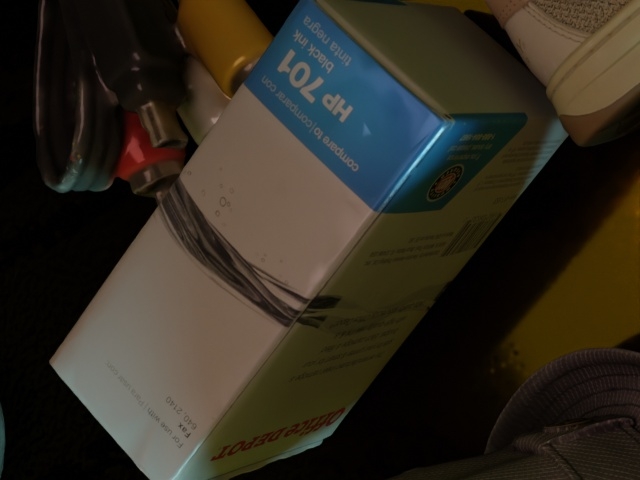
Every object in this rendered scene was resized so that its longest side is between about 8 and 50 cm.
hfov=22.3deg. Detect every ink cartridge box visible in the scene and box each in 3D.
[{"bbox_3d":[0.000,0.000,0.657,0.082,0.140,0.190,46,113,18],"label":"ink cartridge box"}]

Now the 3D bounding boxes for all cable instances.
[{"bbox_3d":[-0.100,-0.137,0.769,0.139,0.072,0.287,-37,63,39],"label":"cable"}]

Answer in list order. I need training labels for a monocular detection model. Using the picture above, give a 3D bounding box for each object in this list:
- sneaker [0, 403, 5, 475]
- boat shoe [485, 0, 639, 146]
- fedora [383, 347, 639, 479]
[{"bbox_3d":[-0.321,0.101,0.843,0.331,0.146,0.122,2,93,28],"label":"sneaker"},{"bbox_3d":[0.180,-0.158,0.570,0.302,0.109,0.098,-41,75,31],"label":"boat shoe"},{"bbox_3d":[0.061,0.159,0.563,0.124,0.275,0.243,0,96,-13],"label":"fedora"}]
